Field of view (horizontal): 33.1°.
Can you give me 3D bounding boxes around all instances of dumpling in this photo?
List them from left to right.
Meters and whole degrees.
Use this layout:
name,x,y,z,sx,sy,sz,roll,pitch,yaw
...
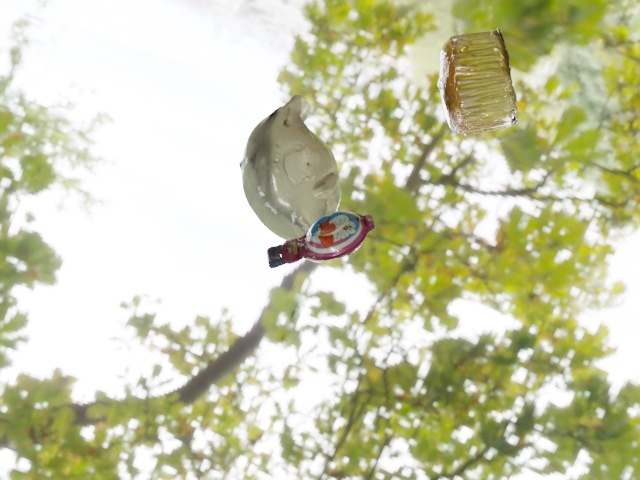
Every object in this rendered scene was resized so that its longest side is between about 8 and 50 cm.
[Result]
name,x,y,z,sx,sy,sz,roll,pitch,yaw
dumpling,-0.071,-0.098,1.992,0.187,0.318,0.243,1,162,-22

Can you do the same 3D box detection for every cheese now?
name,x,y,z,sx,sy,sz,roll,pitch,yaw
cheese,0.000,0.000,1.377,0.095,0.145,0.038,-104,-9,-55

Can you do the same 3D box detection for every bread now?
name,x,y,z,sx,sy,sz,roll,pitch,yaw
bread,0.228,-0.228,1.577,0.114,0.132,0.190,-9,166,4
